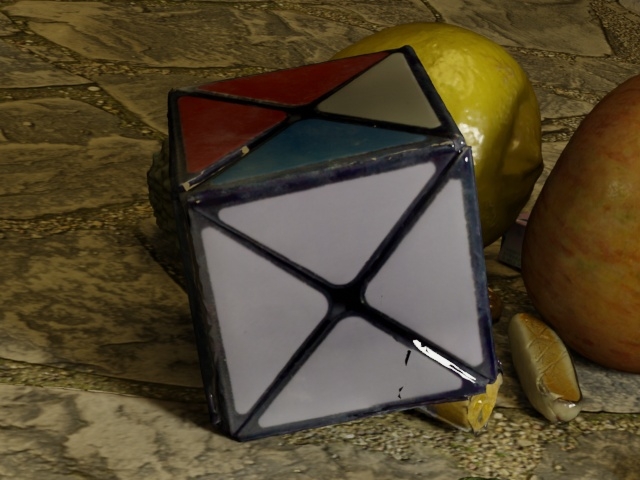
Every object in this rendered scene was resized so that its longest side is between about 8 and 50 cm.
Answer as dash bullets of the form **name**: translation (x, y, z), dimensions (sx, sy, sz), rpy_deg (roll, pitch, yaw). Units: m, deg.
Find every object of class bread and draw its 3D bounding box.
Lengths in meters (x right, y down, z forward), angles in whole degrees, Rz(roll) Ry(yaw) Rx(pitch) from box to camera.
- **bread**: translation (0.269, 0.157, 1.988), dimensions (0.073, 0.053, 0.214), rpy_deg (9, 25, -10)
- **bread**: translation (0.188, 0.075, 2.171), dimensions (0.110, 0.024, 0.110), rpy_deg (13, 22, -5)

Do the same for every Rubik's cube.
- **Rubik's cube**: translation (0.000, 0.000, 1.759), dimensions (0.305, 0.310, 0.307), rpy_deg (-12, 25, -3)

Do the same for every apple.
- **apple**: translation (0.453, -0.017, 2.096), dimensions (0.334, 0.400, 0.400), rpy_deg (29, 23, 11)

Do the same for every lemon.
- **lemon**: translation (0.135, -0.134, 2.253), dimensions (0.348, 0.348, 0.348), rpy_deg (14, 21, -5)

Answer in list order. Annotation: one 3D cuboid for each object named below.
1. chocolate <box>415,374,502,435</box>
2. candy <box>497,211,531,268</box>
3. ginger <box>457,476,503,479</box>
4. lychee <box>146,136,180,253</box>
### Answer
- **chocolate**: translation (0.092, 0.146, 1.865), dimensions (0.219, 0.085, 0.086), rpy_deg (18, 20, 29)
- **candy**: translation (0.342, 0.020, 2.354), dimensions (0.160, 0.073, 0.092), rpy_deg (28, 22, 28)
- **ginger**: translation (0.153, 0.279, 1.564), dimensions (0.290, 0.089, 0.137), rpy_deg (-10, 51, -41)
- **lychee**: translation (-0.079, -0.078, 2.058), dimensions (0.274, 0.255, 0.255), rpy_deg (3, 20, 7)
